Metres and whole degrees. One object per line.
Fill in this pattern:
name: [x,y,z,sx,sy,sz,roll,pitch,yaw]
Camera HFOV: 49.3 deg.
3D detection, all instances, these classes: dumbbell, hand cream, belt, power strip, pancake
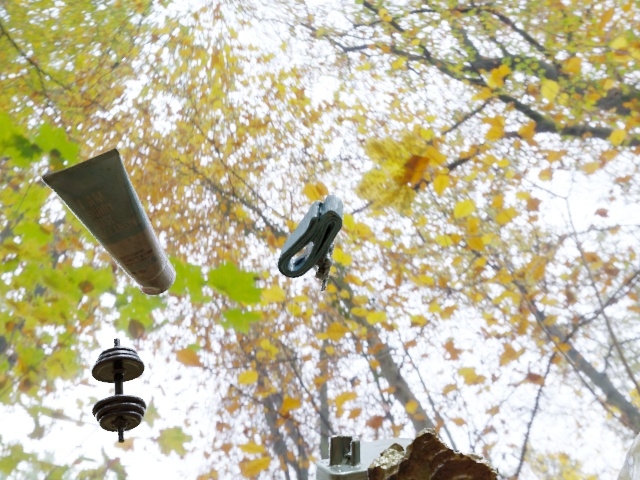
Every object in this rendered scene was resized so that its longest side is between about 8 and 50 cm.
dumbbell: [-0.371,0.272,1.286,0.099,0.208,0.099,-10,-37,-7]
hand cream: [-0.304,-0.019,1.083,0.111,0.070,0.312,-22,-34,-3]
belt: [0.000,0.003,1.151,0.100,0.065,0.179,22,-45,-13]
power strip: [0.117,0.408,1.255,0.261,0.229,0.141,0,-91,-28]
pancake: [0.162,0.421,1.072,0.212,0.056,0.257,12,-95,30]

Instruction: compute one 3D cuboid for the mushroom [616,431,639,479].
mushroom: [0.306,0.211,0.554,0.112,0.148,0.148,0,-63,-49]
